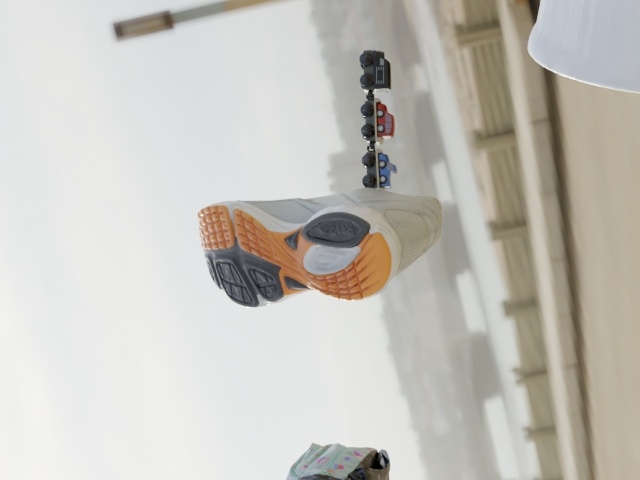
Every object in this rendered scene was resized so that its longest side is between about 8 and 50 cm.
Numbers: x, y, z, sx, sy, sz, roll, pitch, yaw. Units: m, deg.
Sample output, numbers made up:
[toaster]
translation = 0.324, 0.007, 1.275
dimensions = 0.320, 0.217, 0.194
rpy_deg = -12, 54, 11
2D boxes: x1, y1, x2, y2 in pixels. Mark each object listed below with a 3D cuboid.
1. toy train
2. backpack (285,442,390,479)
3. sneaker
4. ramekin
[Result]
[toy train]
translation = 0.060, -0.119, 1.404
dimensions = 0.027, 0.036, 0.158
rpy_deg = 55, -146, -80
[backpack]
translation = 0.019, 0.310, 1.640
dimensions = 0.182, 0.115, 0.152
rpy_deg = -42, -39, -67
[sneaker]
translation = 0.000, 0.000, 1.222
dimensions = 0.121, 0.262, 0.099
rpy_deg = -23, -71, -41
[ramekin]
translation = 0.376, -0.266, 1.521
dimensions = 0.277, 0.277, 0.135
rpy_deg = -93, 4, -65
